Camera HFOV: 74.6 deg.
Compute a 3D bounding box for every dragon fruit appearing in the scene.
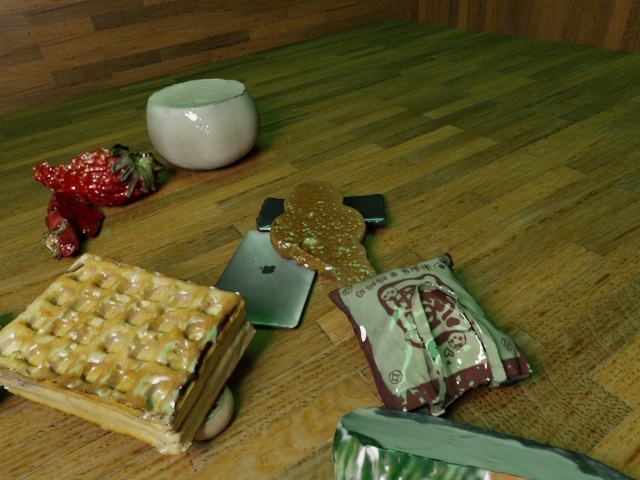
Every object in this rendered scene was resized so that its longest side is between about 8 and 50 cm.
[{"bbox_3d":[-0.584,-0.015,0.977,0.092,0.122,0.192,-49,43,11],"label":"dragon fruit"}]

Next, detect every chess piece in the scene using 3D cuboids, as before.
[{"bbox_3d":[-0.160,0.231,0.577,0.083,0.038,0.084,-5,39,4],"label":"chess piece"}]

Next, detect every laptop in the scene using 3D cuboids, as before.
[{"bbox_3d":[-0.100,0.061,0.811,0.187,0.015,0.269,3,38,14],"label":"laptop"}]

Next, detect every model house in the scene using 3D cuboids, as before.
[{"bbox_3d":[0.123,0.316,0.344,0.271,0.190,0.301,10,72,5],"label":"model house"}]

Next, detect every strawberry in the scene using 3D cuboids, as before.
[{"bbox_3d":[-0.573,-0.148,1.090,0.306,0.138,0.233,-11,3,18],"label":"strawberry"}]

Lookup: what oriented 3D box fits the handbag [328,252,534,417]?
[{"bbox_3d":[0.147,0.119,0.597,0.212,0.127,0.235,-14,39,-12],"label":"handbag"}]

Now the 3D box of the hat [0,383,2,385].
[{"bbox_3d":[-0.513,0.211,0.603,0.162,0.094,0.112,-18,35,0],"label":"hat"}]

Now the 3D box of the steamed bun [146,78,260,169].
[{"bbox_3d":[-0.328,-0.324,1.205,0.323,0.207,0.324,-3,37,2],"label":"steamed bun"}]

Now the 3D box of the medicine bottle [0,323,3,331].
[{"bbox_3d":[-0.638,0.209,0.656,0.124,0.079,0.258,10,39,30],"label":"medicine bottle"}]

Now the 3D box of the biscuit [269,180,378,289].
[{"bbox_3d":[0.009,0.000,0.811,0.183,0.047,0.320,-28,50,-16],"label":"biscuit"}]

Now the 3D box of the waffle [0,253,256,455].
[{"bbox_3d":[-0.271,0.143,0.588,0.307,0.091,0.213,10,43,17],"label":"waffle"}]

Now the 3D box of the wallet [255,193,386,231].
[{"bbox_3d":[0.002,-0.064,0.941,0.284,0.030,0.146,-3,32,7],"label":"wallet"}]
